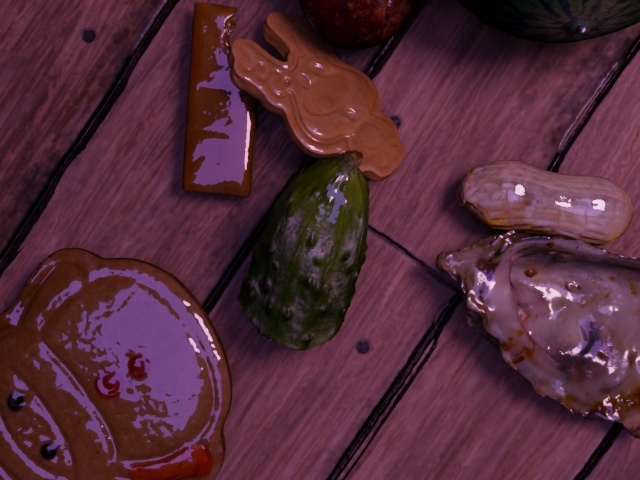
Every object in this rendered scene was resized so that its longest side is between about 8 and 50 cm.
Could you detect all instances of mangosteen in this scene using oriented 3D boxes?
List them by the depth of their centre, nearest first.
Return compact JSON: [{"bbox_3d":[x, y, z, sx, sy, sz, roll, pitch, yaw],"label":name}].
[{"bbox_3d":[0.031,-0.307,0.962,0.145,0.181,0.156,6,114,-39],"label":"mangosteen"}]

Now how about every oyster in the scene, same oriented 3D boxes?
[{"bbox_3d":[0.301,0.105,0.976,0.360,0.096,0.222,11,100,1],"label":"oyster"}]

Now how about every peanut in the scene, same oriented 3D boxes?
[{"bbox_3d":[0.262,-0.045,0.973,0.206,0.087,0.087,9,93,2],"label":"peanut"}]

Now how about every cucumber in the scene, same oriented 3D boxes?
[{"bbox_3d":[-0.003,-0.002,0.917,0.134,0.134,0.245,23,126,1],"label":"cucumber"}]

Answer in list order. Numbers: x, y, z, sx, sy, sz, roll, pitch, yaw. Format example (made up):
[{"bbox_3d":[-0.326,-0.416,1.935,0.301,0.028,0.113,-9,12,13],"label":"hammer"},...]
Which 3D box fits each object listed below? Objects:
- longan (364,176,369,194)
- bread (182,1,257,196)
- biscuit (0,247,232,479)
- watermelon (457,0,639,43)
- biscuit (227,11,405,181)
[{"bbox_3d":[0.018,-0.055,0.986,0.083,0.075,0.075,-8,92,-32],"label":"longan"},{"bbox_3d":[-0.117,-0.168,1.004,0.088,0.049,0.226,5,92,2],"label":"bread"},{"bbox_3d":[-0.292,0.205,1.022,0.381,0.074,0.359,-32,89,0],"label":"biscuit"},{"bbox_3d":[0.249,-0.380,0.838,0.363,0.363,0.364,0,92,2],"label":"watermelon"},{"bbox_3d":[0.002,-0.165,0.971,0.236,0.040,0.144,42,61,1],"label":"biscuit"}]
